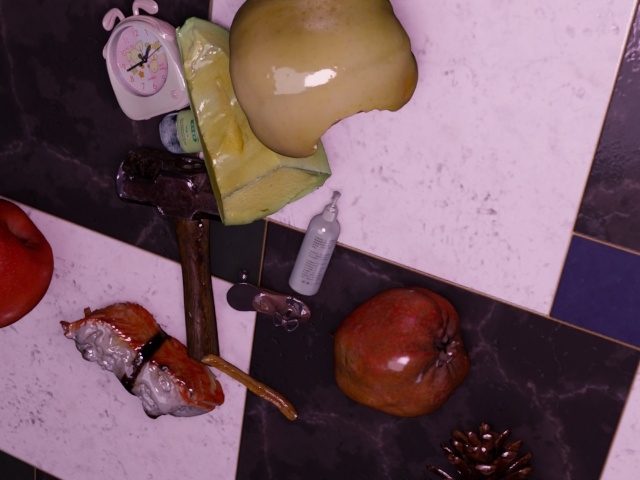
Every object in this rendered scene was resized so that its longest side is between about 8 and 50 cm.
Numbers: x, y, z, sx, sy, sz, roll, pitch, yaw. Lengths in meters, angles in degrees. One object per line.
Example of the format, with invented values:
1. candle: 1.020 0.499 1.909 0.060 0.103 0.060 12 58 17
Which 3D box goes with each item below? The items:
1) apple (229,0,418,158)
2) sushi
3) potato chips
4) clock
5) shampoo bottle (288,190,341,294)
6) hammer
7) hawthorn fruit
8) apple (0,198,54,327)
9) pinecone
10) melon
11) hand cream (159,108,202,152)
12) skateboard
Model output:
1. apple: -0.002 -0.255 1.410 0.279 0.279 0.279 11 116 24
2. sushi: -0.335 0.229 1.877 0.332 0.124 0.130 43 116 3
3. potato chips: -0.128 0.266 1.821 0.204 0.037 0.026 35 112 -6
4. clock: -0.288 -0.305 1.658 0.151 0.062 0.191 -10 105 32
5. shampoo bottle: 0.000 0.000 1.643 0.056 0.056 0.195 29 121 14
6. hammer: -0.224 0.042 1.775 0.242 0.095 0.409 11 121 24
7. hawthorn fruit: 0.109 0.173 1.590 0.248 0.208 0.208 0 112 46
8. apple: -0.640 0.042 1.883 0.216 0.260 0.260 -33 94 10
9. pinecone: 0.260 0.392 1.601 0.207 0.208 0.208 11 116 24
10. melon: -0.126 -0.201 1.564 0.196 0.124 0.323 -26 74 13
11. hand cream: -0.189 -0.187 1.665 0.175 0.046 0.095 -3 100 25
12. skateboard: -0.089 0.113 1.711 0.151 0.080 0.067 19 112 1
